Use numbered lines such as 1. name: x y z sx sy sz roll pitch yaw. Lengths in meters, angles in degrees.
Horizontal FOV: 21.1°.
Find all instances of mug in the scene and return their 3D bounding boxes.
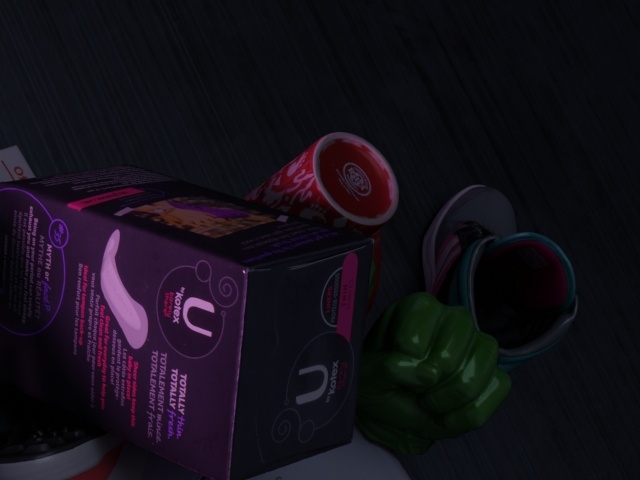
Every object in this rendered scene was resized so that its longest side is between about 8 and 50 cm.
1. mug: 0.000 -0.008 1.528 0.150 0.169 0.113 30 48 -18

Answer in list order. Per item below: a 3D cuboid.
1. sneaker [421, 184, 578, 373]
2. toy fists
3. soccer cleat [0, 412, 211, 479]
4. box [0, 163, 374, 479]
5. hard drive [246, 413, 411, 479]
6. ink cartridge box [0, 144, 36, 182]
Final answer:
1. sneaker: 0.167 0.029 1.625 0.124 0.178 0.295 34 48 -16
2. toy fists: 0.028 0.081 1.456 0.279 0.142 0.096 32 44 -9
3. soccer cleat: -0.138 0.182 1.369 0.318 0.109 0.116 -14 101 -50
4. box: -0.110 0.053 1.287 0.143 0.270 0.165 -12 113 -48
5. hard drive: 0.049 0.334 1.439 0.233 0.047 0.353 -28 82 -44
6. ink cartridge box: -0.276 -0.002 1.384 0.198 0.067 0.115 -25 80 -44
